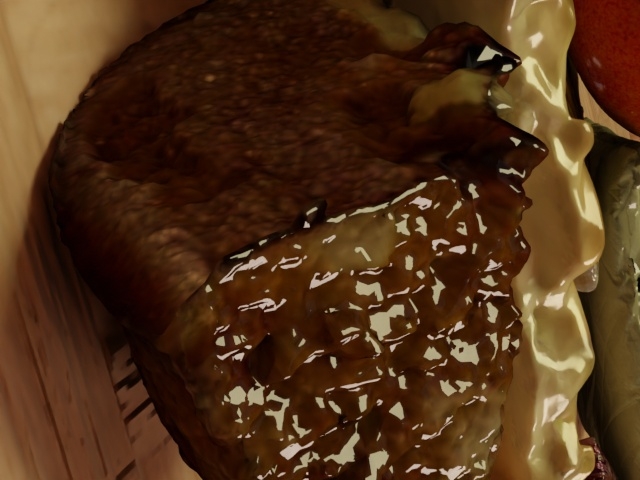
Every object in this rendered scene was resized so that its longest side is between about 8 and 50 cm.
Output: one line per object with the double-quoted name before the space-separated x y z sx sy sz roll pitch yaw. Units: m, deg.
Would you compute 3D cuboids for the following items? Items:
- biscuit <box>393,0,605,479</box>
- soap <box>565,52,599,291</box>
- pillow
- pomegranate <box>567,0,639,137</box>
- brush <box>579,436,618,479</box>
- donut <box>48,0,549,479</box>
"biscuit" 0.036 -0.055 0.533 0.204 0.040 0.308 -141 -142 -61
"soap" 0.134 -0.096 1.003 0.257 0.080 0.160 -83 154 -49
"pillow" 0.236 0.046 1.133 0.274 0.076 0.280 -85 169 -80
"pomegranate" 0.280 -0.156 1.011 0.221 0.221 0.256 -78 147 -56
"brush" 0.230 0.256 1.116 0.060 0.050 0.321 -92 161 -45
"donut" -0.008 -0.002 0.423 0.186 0.144 0.126 36 -35 56
